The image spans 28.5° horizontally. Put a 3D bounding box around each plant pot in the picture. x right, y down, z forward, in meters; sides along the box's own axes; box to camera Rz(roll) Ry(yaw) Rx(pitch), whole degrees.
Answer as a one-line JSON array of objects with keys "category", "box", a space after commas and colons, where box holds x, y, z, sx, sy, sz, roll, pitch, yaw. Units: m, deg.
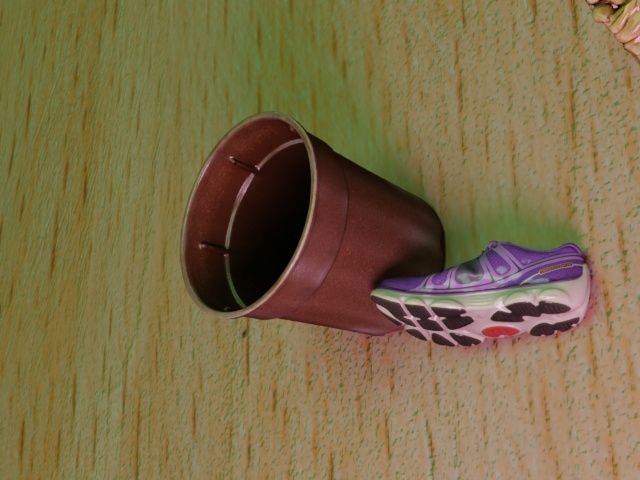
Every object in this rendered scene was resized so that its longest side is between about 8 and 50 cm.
[{"category": "plant pot", "box": [0.000, 0.000, 1.021, 0.167, 0.165, 0.167, -22, 59, 43]}]

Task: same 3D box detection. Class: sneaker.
[{"category": "sneaker", "box": [0.120, 0.035, 0.941, 0.169, 0.068, 0.071, -6, 55, 27]}]

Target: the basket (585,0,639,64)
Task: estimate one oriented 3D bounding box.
[{"category": "basket", "box": [0.309, -0.252, 0.816, 0.213, 0.223, 0.299, 50, 118, 11]}]
